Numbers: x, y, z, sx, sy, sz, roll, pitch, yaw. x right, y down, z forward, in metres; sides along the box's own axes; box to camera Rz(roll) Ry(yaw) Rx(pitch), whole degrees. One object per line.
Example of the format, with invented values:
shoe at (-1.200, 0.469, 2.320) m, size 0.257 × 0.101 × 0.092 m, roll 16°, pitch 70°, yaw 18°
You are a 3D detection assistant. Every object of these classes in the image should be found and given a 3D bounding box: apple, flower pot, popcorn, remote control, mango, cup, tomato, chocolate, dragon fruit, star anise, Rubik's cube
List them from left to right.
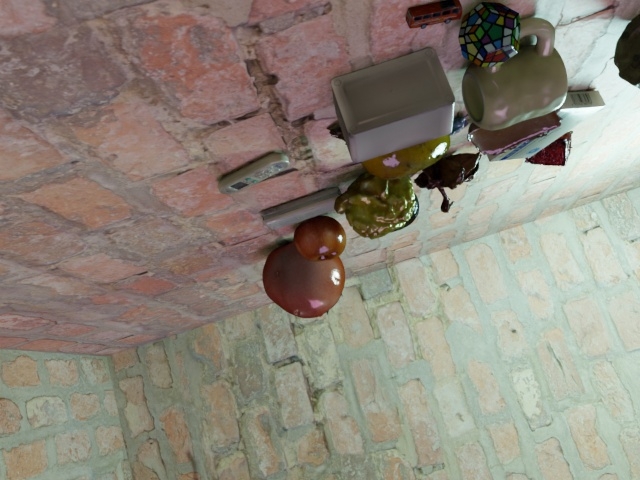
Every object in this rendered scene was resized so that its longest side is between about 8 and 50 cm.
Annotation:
remote control at (-0.185, -0.184, 1.710) m, size 0.222 × 0.042 × 0.078 m, roll -22°, pitch 166°, yaw 23°
tomato at (-0.078, 0.155, 2.570) m, size 0.342 × 0.341 × 0.273 m, roll -24°, pitch 153°, yaw 25°
remote control at (-0.058, -0.109, 2.121) m, size 0.277 × 0.055 × 0.103 m, roll -18°, pitch 166°, yaw 7°
apple at (0.000, 0.000, 2.384) m, size 0.201 × 0.162 × 0.201 m, roll -17°, pitch 168°, yaw -4°
popcorn at (0.173, -0.125, 2.015) m, size 0.252 × 0.205 × 0.236 m, roll 7°, pitch 122°, yaw -21°
mango at (0.241, -0.253, 1.706) m, size 0.330 × 0.175 × 0.177 m, roll -5°, pitch -155°, yaw -34°
star anise at (0.440, -0.205, 2.150) m, size 0.238 × 0.148 × 0.346 m, roll -21°, pitch 157°, yaw -3°
Rubik's cube at (0.347, -0.421, 1.281) m, size 0.112 × 0.133 × 0.133 m, roll 25°, pitch 143°, yaw -30°
chocolate at (0.571, -0.354, 1.858) m, size 0.262 × 0.083 × 0.161 m, roll -21°, pitch 144°, yaw 26°
cup at (0.460, -0.376, 1.459) m, size 0.202 × 0.173 × 0.255 m, roll -17°, pitch 167°, yaw -6°
dragon fruit at (0.820, -0.341, 2.244) m, size 0.161 × 0.120 × 0.127 m, roll 3°, pitch -142°, yaw 23°
flower pot at (0.888, -0.447, 1.554) m, size 0.259 × 0.290 × 0.290 m, roll 5°, pitch 157°, yaw -30°

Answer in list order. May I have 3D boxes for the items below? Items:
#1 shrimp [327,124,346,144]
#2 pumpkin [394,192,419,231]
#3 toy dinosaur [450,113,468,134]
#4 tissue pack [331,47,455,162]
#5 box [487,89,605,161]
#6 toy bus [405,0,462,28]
shrimp at (0.157, -0.299, 1.557) m, size 0.296 × 0.169 × 0.058 m, roll 12°, pitch 149°, yaw 36°
pumpkin at (0.246, -0.109, 2.264) m, size 0.238 × 0.159 × 0.238 m, roll -13°, pitch 170°, yaw -2°
toy dinosaur at (0.388, -0.332, 1.818) m, size 0.080 × 0.045 × 0.197 m, roll -28°, pitch 175°, yaw -9°
tissue pack at (0.162, -0.304, 1.410) m, size 0.246 × 0.159 × 0.136 m, roll -17°, pitch 161°, yaw 2°
box at (0.714, -0.366, 2.020) m, size 0.200 × 0.065 × 0.343 m, roll -10°, pitch 164°, yaw -27°
toy bus at (0.222, -0.443, 1.218) m, size 0.110 × 0.031 × 0.043 m, roll -15°, pitch 159°, yaw -8°
